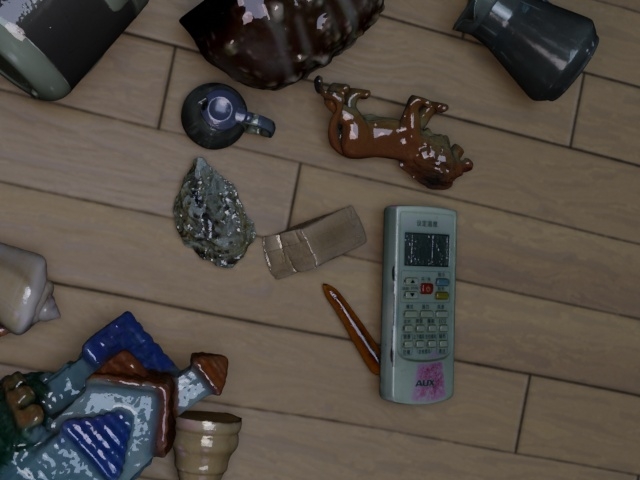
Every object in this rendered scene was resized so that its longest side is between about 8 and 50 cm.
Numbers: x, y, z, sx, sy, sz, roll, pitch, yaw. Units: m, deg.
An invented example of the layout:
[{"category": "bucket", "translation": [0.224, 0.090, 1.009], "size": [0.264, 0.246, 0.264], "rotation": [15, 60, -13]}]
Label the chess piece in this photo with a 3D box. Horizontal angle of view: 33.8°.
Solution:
[{"category": "chess piece", "translation": [-0.203, 0.480, 1.706], "size": [0.117, 0.117, 0.397], "rotation": [6, 89, -14]}]

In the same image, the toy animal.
[{"category": "toy animal", "translation": [0.122, -0.179, 1.820], "size": [0.312, 0.097, 0.157], "rotation": [8, 93, -13]}]

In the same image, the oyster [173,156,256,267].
[{"category": "oyster", "translation": [-0.182, -0.042, 1.751], "size": [0.125, 0.064, 0.177], "rotation": [-44, 101, -16]}]

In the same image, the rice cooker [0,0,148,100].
[{"category": "rice cooker", "translation": [-0.424, -0.383, 1.592], "size": [0.288, 0.288, 0.277], "rotation": [39, 78, -11]}]

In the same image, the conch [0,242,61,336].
[{"category": "conch", "translation": [-0.514, 0.059, 1.646], "size": [0.255, 0.127, 0.158], "rotation": [36, 110, 10]}]

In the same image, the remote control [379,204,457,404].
[{"category": "remote control", "translation": [0.171, 0.112, 1.825], "size": [0.145, 0.050, 0.344], "rotation": [2, 88, -34]}]

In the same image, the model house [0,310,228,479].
[{"category": "model house", "translation": [-0.305, 0.234, 1.556], "size": [0.329, 0.295, 0.252], "rotation": [-36, 91, -2]}]

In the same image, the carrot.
[{"category": "carrot", "translation": [0.061, 0.150, 1.820], "size": [0.037, 0.037, 0.190], "rotation": [-33, 96, -13]}]

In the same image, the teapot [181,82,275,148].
[{"category": "teapot", "translation": [-0.157, -0.196, 1.735], "size": [0.149, 0.108, 0.111], "rotation": [44, 80, -9]}]

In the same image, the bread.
[{"category": "bread", "translation": [-0.009, 0.002, 1.813], "size": [0.152, 0.105, 0.077], "rotation": [-23, 95, -46]}]

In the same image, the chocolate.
[{"category": "chocolate", "translation": [-0.038, -0.377, 1.721], "size": [0.340, 0.225, 0.210], "rotation": [-41, 107, -12]}]

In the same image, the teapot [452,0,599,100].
[{"category": "teapot", "translation": [0.365, -0.375, 1.862], "size": [0.225, 0.171, 0.203], "rotation": [35, 49, -5]}]
